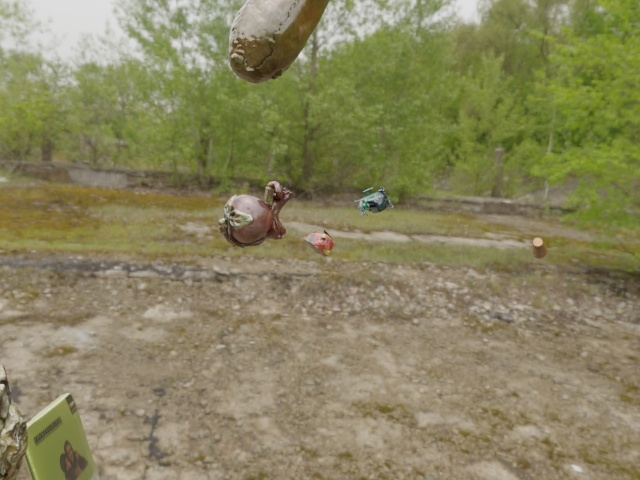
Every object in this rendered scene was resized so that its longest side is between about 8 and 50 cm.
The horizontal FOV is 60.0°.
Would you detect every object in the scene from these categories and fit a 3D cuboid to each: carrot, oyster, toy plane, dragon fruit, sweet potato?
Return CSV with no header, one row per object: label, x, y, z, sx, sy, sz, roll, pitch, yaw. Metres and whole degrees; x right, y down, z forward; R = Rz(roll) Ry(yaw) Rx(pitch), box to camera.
carrot,0.472,0.017,1.197,0.032,0.032,0.093,9,-13,26
oyster,-0.341,0.214,0.592,0.051,0.148,0.103,7,6,-36
toy plane,0.152,-0.111,1.604,0.096,0.060,0.235,-28,12,6
dragon fruit,0.000,0.000,1.531,0.083,0.060,0.056,33,-18,52
sweet potato,-0.013,-0.273,0.574,0.075,0.273,0.075,29,-12,7

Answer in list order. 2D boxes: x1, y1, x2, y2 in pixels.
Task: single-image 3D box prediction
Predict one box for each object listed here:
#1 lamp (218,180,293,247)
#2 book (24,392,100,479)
lamp,-0.213,-0.084,1.731,0.151,0.215,0.223,21,18,34
book,-0.481,0.496,1.078,0.035,0.352,0.239,-16,2,-6
